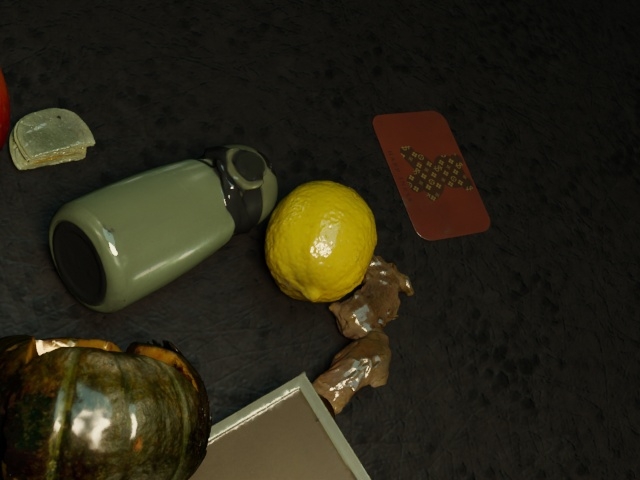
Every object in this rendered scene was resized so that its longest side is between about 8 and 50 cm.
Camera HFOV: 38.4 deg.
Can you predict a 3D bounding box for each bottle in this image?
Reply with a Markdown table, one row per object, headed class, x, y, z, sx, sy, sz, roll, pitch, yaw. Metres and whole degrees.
| class | x | y | z | sx | sy | sz | roll | pitch | yaw |
| --- | --- | --- | --- | --- | --- | --- | --- | --- | --- |
| bottle | -0.212 | -0.036 | 1.341 | 0.347 | 0.168 | 0.168 | -31 | 81 | -39 |

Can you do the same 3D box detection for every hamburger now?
| class | x | y | z | sx | sy | sz | roll | pitch | yaw |
| --- | --- | --- | --- | --- | --- | --- | --- | --- | --- |
| hamburger | -0.409 | -0.157 | 1.374 | 0.121 | 0.054 | 0.084 | -20 | 76 | -27 |

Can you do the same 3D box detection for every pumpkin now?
| class | x | y | z | sx | sy | sz | roll | pitch | yaw |
| --- | --- | --- | --- | --- | --- | --- | --- | --- | --- |
| pumpkin | -0.282 | 0.211 | 1.084 | 0.320 | 0.320 | 0.192 | 6 | 86 | -25 |

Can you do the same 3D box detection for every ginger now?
| class | x | y | z | sx | sy | sz | roll | pitch | yaw |
| --- | --- | --- | --- | --- | --- | --- | --- | --- | --- |
| ginger | 0.064 | 0.146 | 1.433 | 0.122 | 0.084 | 0.290 | 34 | 54 | -13 |

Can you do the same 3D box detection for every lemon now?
| class | x | y | z | sx | sy | sz | roll | pitch | yaw |
| --- | --- | --- | --- | --- | --- | --- | --- | --- | --- |
| lemon | 0.000 | 0.003 | 1.425 | 0.180 | 0.180 | 0.193 | 8 | 81 | -24 |

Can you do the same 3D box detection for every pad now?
| class | x | y | z | sx | sy | sz | roll | pitch | yaw |
| --- | --- | --- | --- | --- | --- | --- | --- | --- | --- |
| pad | 0.207 | -0.126 | 1.710 | 0.181 | 0.004 | 0.267 | -9 | 69 | -31 |

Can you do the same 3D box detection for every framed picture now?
| class | x | y | z | sx | sy | sz | roll | pitch | yaw |
| --- | --- | --- | --- | --- | --- | --- | --- | --- | --- |
| framed picture | -0.088 | 0.339 | 1.204 | 0.293 | 0.018 | 0.231 | -28 | 67 | -12 |

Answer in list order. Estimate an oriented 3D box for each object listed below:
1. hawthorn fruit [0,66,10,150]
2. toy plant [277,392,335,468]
| class | x | y | z | sx | sy | sz | roll | pitch | yaw |
| --- | --- | --- | --- | --- | --- | --- | --- | --- | --- |
| hawthorn fruit | -0.521 | -0.162 | 1.187 | 0.254 | 0.254 | 0.300 | -13 | 59 | -33 |
| toy plant | -0.038 | 0.296 | 1.292 | 0.092 | 0.093 | 0.162 | 29 | 54 | -11 |
